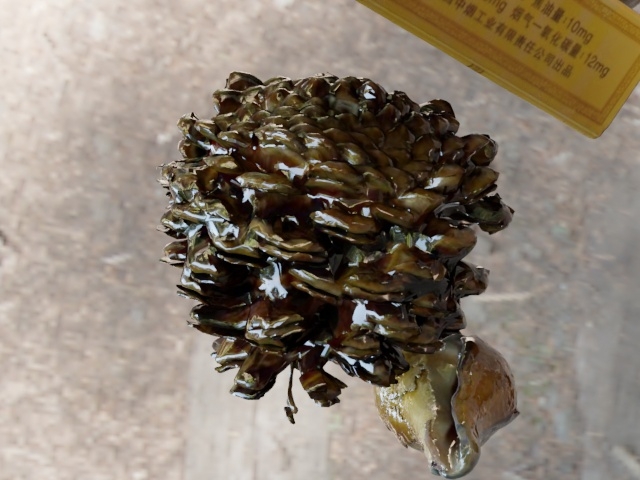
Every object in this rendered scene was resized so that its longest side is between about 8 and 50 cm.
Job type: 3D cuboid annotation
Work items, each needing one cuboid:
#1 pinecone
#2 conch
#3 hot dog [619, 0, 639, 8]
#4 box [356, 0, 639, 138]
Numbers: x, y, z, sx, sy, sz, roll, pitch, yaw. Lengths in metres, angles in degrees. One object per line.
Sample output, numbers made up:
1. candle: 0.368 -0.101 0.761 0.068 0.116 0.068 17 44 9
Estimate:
1. pinecone: 0.000 0.000 1.090 0.221 0.221 0.221 -8 77 37
2. conch: 0.087 0.104 1.150 0.086 0.080 0.233 -54 20 -1
3. hot dog: 0.117 -0.320 1.322 0.196 0.365 0.367 -43 22 -2
4. box: 0.038 -0.164 0.954 0.076 0.274 0.174 -57 41 9
